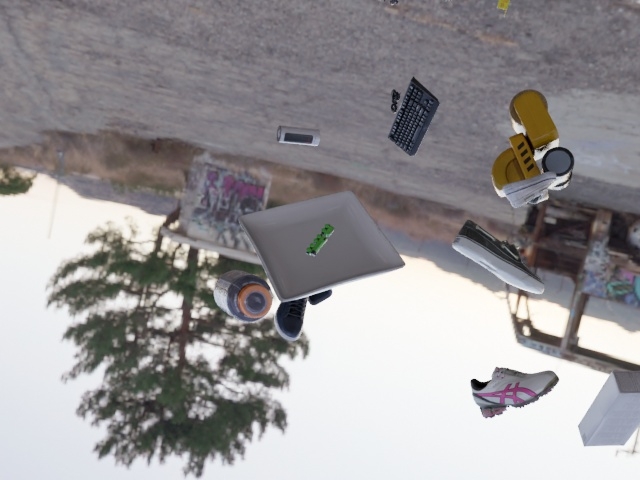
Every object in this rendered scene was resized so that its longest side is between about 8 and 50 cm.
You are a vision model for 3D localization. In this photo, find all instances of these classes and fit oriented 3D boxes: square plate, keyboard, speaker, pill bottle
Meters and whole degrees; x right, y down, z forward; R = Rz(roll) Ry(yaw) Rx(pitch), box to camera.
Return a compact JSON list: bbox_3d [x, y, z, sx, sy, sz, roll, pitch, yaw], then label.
[{"bbox_3d":[-0.004,0.013,1.835,0.347,0.049,0.344,-14,-136,-18],"label":"square plate"},{"bbox_3d":[0.178,-0.259,1.432,0.108,0.023,0.180,47,152,16],"label":"keyboard"},{"bbox_3d":[-0.071,-0.342,2.259,0.136,0.055,0.055,3,-175,-19],"label":"speaker"},{"bbox_3d":[-0.208,0.154,1.909,0.130,0.131,0.245,11,178,-21],"label":"pill bottle"}]

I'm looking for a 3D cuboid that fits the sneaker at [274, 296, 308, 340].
[{"bbox_3d":[-0.064,0.151,1.925,0.086,0.163,0.226,14,-133,-11],"label":"sneaker"}]

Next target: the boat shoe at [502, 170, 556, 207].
[{"bbox_3d":[0.597,-0.140,1.964,0.226,0.076,0.083,-17,178,-35],"label":"boat shoe"}]

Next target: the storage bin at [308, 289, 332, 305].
[{"bbox_3d":[-0.026,0.117,2.182,0.098,0.135,0.091,-30,-150,-4],"label":"storage bin"}]

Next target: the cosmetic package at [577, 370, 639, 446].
[{"bbox_3d":[0.654,0.372,1.523,0.098,0.239,0.060,1,-133,-2],"label":"cosmetic package"}]

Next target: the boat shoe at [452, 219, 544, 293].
[{"bbox_3d":[0.377,0.034,1.421,0.219,0.070,0.078,32,170,-11],"label":"boat shoe"}]

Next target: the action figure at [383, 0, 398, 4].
[{"bbox_3d":[0.292,-0.708,1.847,0.275,0.141,0.164,-7,-154,-3],"label":"action figure"}]

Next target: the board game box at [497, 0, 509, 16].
[{"bbox_3d":[0.511,-0.731,1.814,0.039,0.260,0.124,14,-136,10],"label":"board game box"}]

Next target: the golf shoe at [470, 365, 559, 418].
[{"bbox_3d":[0.366,0.279,1.330,0.186,0.086,0.067,-33,172,39],"label":"golf shoe"}]

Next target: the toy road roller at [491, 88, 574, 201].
[{"bbox_3d":[0.630,-0.276,2.161,0.240,0.330,0.202,-23,166,13],"label":"toy road roller"}]

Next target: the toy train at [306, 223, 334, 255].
[{"bbox_3d":[0.000,0.000,1.446,0.023,0.083,0.017,31,159,15],"label":"toy train"}]
